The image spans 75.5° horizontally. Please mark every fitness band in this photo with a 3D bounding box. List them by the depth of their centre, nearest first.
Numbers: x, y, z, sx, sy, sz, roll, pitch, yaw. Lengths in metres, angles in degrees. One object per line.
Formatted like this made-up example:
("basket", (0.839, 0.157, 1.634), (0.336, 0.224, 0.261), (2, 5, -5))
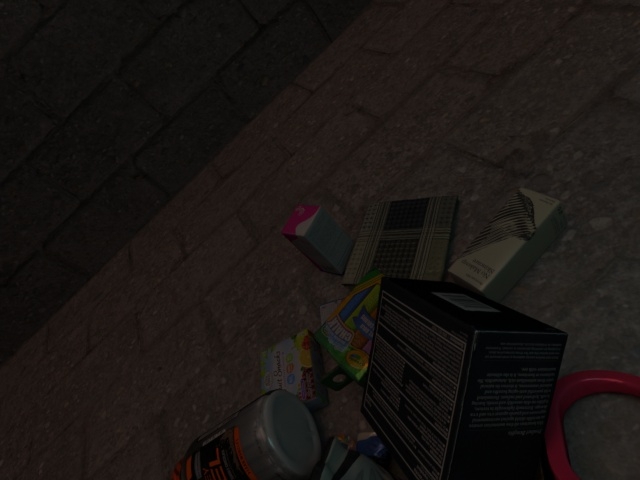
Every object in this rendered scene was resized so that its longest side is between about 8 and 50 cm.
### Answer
("fitness band", (0.457, 0.301, 0.632), (0.208, 0.054, 0.291), (-20, 13, 29))

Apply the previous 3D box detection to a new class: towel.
("towel", (0.233, 0.012, 1.208), (0.311, 0.056, 0.325), (-2, 53, 37))

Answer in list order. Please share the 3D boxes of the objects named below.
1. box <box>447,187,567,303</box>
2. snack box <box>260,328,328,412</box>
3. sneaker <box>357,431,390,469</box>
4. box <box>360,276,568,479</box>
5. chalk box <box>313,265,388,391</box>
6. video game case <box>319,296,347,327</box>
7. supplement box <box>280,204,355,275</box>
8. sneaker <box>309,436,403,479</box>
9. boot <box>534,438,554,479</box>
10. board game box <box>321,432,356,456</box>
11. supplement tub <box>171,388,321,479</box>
("box", (0.439, 0.016, 0.973), (0.275, 0.094, 0.113), (-48, 40, -4))
("snack box", (-0.078, 0.375, 1.136), (0.174, 0.070, 0.207), (-29, 40, 18))
("sneaker", (0.142, 0.449, 0.881), (0.152, 0.058, 0.085), (-26, 37, 29))
("box", (0.223, 0.245, 0.733), (0.296, 0.182, 0.295), (-149, 67, -70))
("chalk box", (0.122, 0.247, 0.976), (0.289, 0.180, 0.179), (-50, 44, -4))
("video game case", (0.072, 0.219, 1.165), (0.166, 0.015, 0.119), (-21, 57, 28))
("supplement box", (0.000, 0.000, 1.277), (0.111, 0.220, 0.114), (9, 63, 45))
("sneaker", (0.093, 0.458, 0.637), (0.257, 0.447, 0.169), (17, 87, 11))
("boot", (0.339, 0.471, 0.673), (0.115, 0.112, 0.306), (-32, 31, 42))
("board game box", (0.021, 0.520, 0.927), (0.133, 0.033, 0.169), (-32, 39, 36))
("supplement tub", (-0.181, 0.520, 0.979), (0.337, 0.207, 0.207), (-38, 39, 18))
